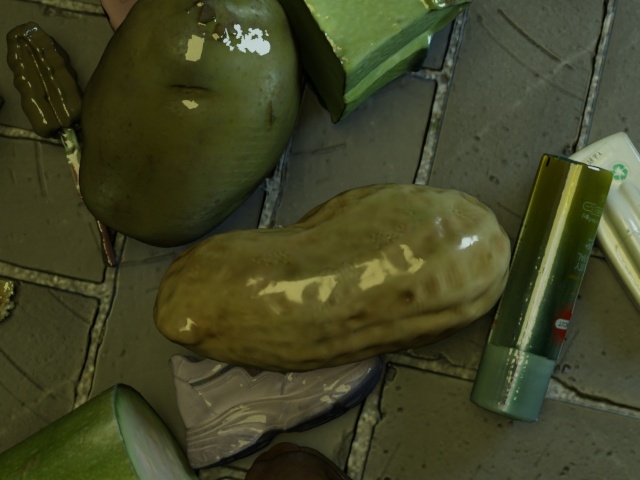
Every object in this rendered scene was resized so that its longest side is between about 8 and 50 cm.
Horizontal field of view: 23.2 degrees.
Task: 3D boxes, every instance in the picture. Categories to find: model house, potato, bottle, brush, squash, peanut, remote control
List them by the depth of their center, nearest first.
[{"bbox_3d":[-0.310,0.360,1.649,0.384,0.263,0.263,-31,78,3],"label":"squash"},{"bbox_3d":[0.012,0.037,1.651,0.387,0.169,0.192,-12,48,-6],"label":"peanut"},{"bbox_3d":[0.238,0.052,1.688,0.082,0.082,0.286,17,94,11],"label":"bottle"},{"bbox_3d":[-0.139,-0.144,1.699,0.221,0.243,0.326,38,119,17],"label":"potato"},{"bbox_3d":[0.352,-0.007,1.718,0.090,0.049,0.230,-28,77,0],"label":"remote control"},{"bbox_3d":[0.054,-0.266,1.734,0.189,0.214,0.195,-28,77,-8],"label":"model house"},{"bbox_3d":[-0.289,-0.110,1.822,0.071,0.084,0.301,-21,84,8],"label":"brush"}]

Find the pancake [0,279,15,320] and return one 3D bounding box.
[{"bbox_3d":[-0.473,0.107,1.830,0.244,0.057,0.266,-10,84,-2],"label":"pancake"}]

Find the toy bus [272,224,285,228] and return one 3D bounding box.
[{"bbox_3d":[0.000,0.000,1.770,0.166,0.047,0.065,-22,82,4],"label":"toy bus"}]

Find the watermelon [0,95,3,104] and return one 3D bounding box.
[{"bbox_3d":[-0.528,-0.108,1.777,0.188,0.175,0.322,27,58,8],"label":"watermelon"}]

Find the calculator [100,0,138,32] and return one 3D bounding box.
[{"bbox_3d":[-0.200,-0.273,1.854,0.103,0.024,0.166,-36,77,1],"label":"calculator"}]

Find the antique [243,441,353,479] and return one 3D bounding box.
[{"bbox_3d":[0.018,0.332,1.659,0.121,0.143,0.257,-35,88,0],"label":"antique"}]

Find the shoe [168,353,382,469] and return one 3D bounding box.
[{"bbox_3d":[-0.055,0.152,1.730,0.245,0.095,0.137,-25,81,10],"label":"shoe"}]
